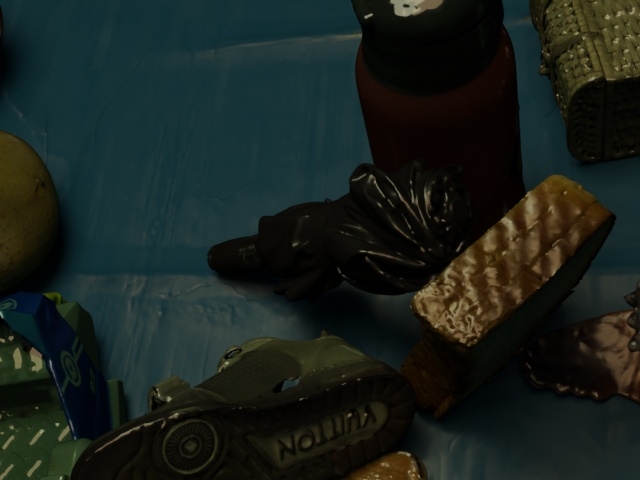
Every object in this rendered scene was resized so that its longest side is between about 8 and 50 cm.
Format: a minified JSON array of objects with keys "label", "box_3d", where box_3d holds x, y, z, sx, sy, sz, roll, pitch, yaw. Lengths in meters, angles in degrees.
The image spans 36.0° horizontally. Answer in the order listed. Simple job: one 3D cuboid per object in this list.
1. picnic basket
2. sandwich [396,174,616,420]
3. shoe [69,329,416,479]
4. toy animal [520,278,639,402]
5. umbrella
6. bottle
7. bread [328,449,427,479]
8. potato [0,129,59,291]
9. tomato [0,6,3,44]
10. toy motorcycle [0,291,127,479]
[{"label":"picnic basket","box_3d":[0.298,-0.198,1.000,0.154,0.134,0.196,-11,56,7]},{"label":"sandwich","box_3d":[0.148,0.051,0.818,0.186,0.214,0.065,-41,71,-14]},{"label":"shoe","box_3d":[-0.076,0.152,0.836,0.293,0.109,0.149,-12,20,-23]},{"label":"toy animal","box_3d":[0.359,0.129,0.781,0.302,0.225,0.284,-25,74,-17]},{"label":"umbrella","box_3d":[0.000,0.000,0.884,0.340,0.118,0.118,-8,48,51]},{"label":"bottle","box_3d":[0.104,-0.111,0.864,0.144,0.336,0.144,-6,58,10]},{"label":"bread","box_3d":[-0.011,0.231,0.840,0.214,0.053,0.073,-16,48,-2]},{"label":"potato","box_3d":[-0.354,-0.039,1.051,0.157,0.157,0.194,-13,33,4]},{"label":"tomato","box_3d":[-0.490,-0.254,1.186,0.232,0.188,0.232,-10,55,14]},{"label":"toy motorcycle","box_3d":[-0.267,0.168,0.855,0.191,0.200,0.326,-10,58,7]}]
